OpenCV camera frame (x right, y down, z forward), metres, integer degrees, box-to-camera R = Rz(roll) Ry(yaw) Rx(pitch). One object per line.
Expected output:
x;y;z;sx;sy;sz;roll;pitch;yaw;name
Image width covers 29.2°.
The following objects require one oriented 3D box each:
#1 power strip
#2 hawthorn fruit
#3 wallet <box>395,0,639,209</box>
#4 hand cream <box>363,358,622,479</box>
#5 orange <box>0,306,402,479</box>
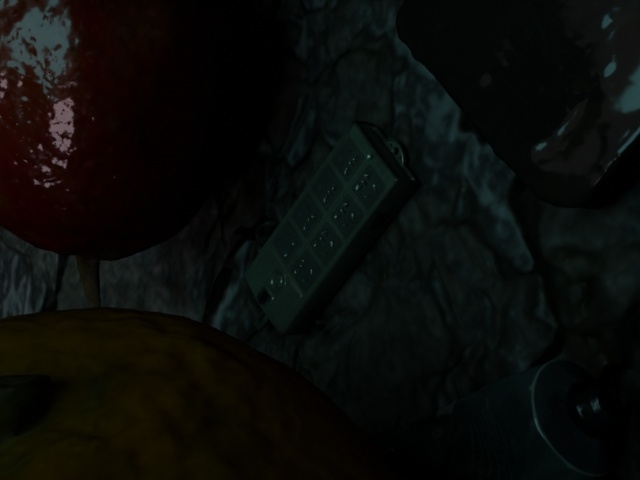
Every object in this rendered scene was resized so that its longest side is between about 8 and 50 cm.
0.000;0.000;0.648;0.136;0.019;0.051;-52;54;28;power strip
-0.137;-0.081;0.688;0.189;0.189;0.251;21;108;45;hawthorn fruit
0.152;-0.167;0.498;0.309;0.042;0.165;-53;50;27;wallet
0.037;0.115;0.574;0.248;0.052;0.075;-31;64;39;hand cream
-0.089;0.175;0.471;0.312;0.312;0.312;-6;81;45;orange
